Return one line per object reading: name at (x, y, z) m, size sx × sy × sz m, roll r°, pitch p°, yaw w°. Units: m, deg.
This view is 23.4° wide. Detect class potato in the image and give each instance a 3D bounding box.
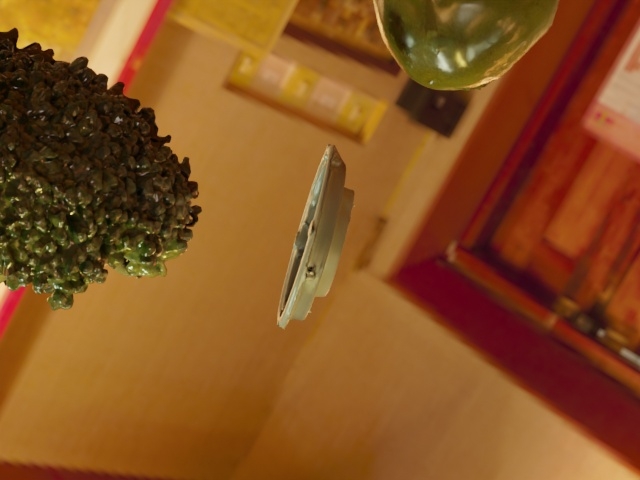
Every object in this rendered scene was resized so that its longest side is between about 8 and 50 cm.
potato at (0.136, -0.261, 1.430) m, size 0.186 × 0.253 × 0.148 m, roll 11°, pitch 175°, yaw 11°

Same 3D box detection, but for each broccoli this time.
broccoli at (-0.295, -0.083, 1.590) m, size 0.272 × 0.324 × 0.334 m, roll -12°, pitch 174°, yaw 37°

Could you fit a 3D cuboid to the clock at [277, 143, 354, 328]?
clock at (0.000, 0.000, 1.913) m, size 0.053 × 0.236 × 0.236 m, roll 17°, pitch -169°, yaw -4°
